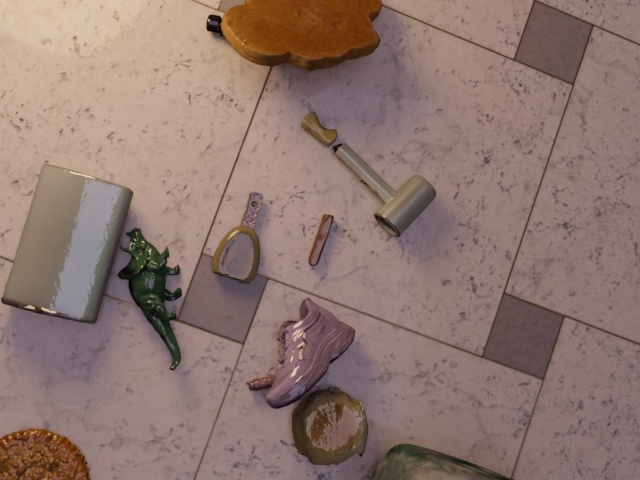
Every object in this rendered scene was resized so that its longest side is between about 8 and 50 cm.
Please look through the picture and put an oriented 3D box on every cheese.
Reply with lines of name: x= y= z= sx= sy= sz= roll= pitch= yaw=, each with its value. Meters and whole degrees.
cheese: x=-0.001 y=-0.240 z=1.995 sx=0.083 sy=0.030 sz=0.044 roll=36 pitch=88 yaw=1
cheese: x=-0.161 y=-0.009 z=1.952 sx=0.097 sy=0.037 sz=0.192 roll=17 pitch=83 yaw=-9

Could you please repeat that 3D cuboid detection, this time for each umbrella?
umbrella: x=-0.133 y=-0.432 z=1.973 sx=0.224 sy=0.080 sz=0.071 roll=12 pitch=119 yaw=-5

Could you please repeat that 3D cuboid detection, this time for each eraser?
eraser: x=-0.505 y=0.011 z=1.862 sx=0.189 sy=0.104 sz=0.290 roll=15 pitch=84 yaw=5

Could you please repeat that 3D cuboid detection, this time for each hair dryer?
hair dryer: x=0.123 y=-0.132 z=2.000 sx=0.236 sy=0.073 sz=0.131 roll=43 pitch=80 yaw=5

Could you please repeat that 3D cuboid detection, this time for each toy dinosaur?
toy dinosaur: x=-0.323 y=0.110 z=1.901 sx=0.120 sy=0.079 sz=0.292 roll=-30 pitch=89 yaw=-4

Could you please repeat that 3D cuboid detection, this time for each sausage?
sausage: x=0.000 y=0.000 z=1.983 sx=0.026 sy=0.026 sz=0.116 roll=20 pitch=85 yaw=-7

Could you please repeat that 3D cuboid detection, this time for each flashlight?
flashlight: x=-0.096 y=0.295 z=1.947 sx=0.110 sy=0.031 sz=0.052 roll=-11 pitch=64 yaw=-6

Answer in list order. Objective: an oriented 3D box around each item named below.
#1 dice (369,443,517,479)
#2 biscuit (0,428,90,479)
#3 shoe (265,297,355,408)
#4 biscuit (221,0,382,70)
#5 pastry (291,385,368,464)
dice: x=0.257 y=0.604 z=1.823 sx=0.328 sy=0.348 sz=0.330 roll=20 pitch=85 yaw=-9
biscuit: x=-0.582 y=0.504 z=1.854 sx=0.254 sy=0.035 sz=0.254 roll=0 pitch=87 yaw=-8
shoe: x=-0.044 y=0.231 z=1.912 sx=0.137 sy=0.095 sz=0.245 roll=43 pitch=61 yaw=5
biscuit: x=-0.029 y=-0.457 z=1.936 sx=0.376 sy=0.051 sz=0.269 roll=-22 pitch=62 yaw=-27
pastry: x=0.018 y=0.386 z=1.929 sx=0.165 sy=0.088 sz=0.166 roll=0 pitch=87 yaw=-9
